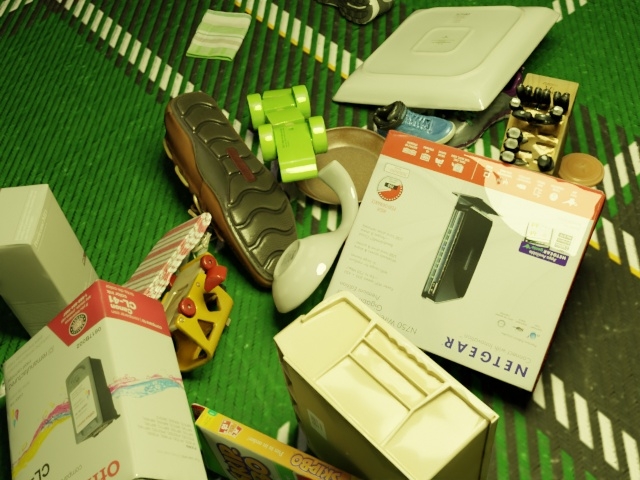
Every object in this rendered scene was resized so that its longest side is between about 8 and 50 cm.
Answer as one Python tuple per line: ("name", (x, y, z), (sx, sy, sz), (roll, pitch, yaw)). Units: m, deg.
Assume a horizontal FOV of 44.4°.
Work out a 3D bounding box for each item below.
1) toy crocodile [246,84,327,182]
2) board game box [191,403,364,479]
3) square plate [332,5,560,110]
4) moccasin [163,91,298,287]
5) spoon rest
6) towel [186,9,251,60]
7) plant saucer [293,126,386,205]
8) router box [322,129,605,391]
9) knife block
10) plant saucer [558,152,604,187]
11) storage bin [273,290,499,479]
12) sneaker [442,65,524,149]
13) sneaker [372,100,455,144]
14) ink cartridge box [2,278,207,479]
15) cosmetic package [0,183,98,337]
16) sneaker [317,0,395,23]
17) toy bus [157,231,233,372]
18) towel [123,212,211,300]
("toy crocodile", (-0.059, -0.192, 1.406), (0.115, 0.105, 0.340), (-12, 36, -6))
("board game box", (-0.061, 0.304, 1.035), (0.259, 0.124, 0.039), (22, 51, 22))
("square plate", (0.242, -0.376, 1.546), (0.347, 0.049, 0.344), (12, 49, 38))
("moccasin", (-0.165, -0.076, 1.350), (0.139, 0.147, 0.380), (-27, 71, -36))
("spoon rest", (0.000, 0.000, 1.240), (0.084, 0.137, 0.276), (34, 54, -18))
("towel", (-0.225, -0.457, 1.739), (0.113, 0.023, 0.152), (7, 52, 12))
("plant saucer", (0.044, -0.130, 1.438), (0.199, 0.036, 0.198), (-3, 51, 3))
("router box", (0.211, 0.026, 1.178), (0.335, 0.082, 0.301), (19, 85, 20))
("knife block", (0.338, -0.141, 1.260), (0.088, 0.275, 0.242), (17, 52, 18))
("plant saucer", (0.468, -0.128, 1.412), (0.083, 0.013, 0.083), (-3, 51, 3))
("storage bin", (0.075, 0.233, 0.994), (0.123, 0.262, 0.260), (-38, 57, -20))
("sneaker", (0.294, -0.254, 1.476), (0.224, 0.098, 0.083), (-35, 56, -22))
("sneaker", (0.166, -0.216, 1.437), (0.152, 0.084, 0.058), (7, 63, 35))
("ink cartridge box", (-0.297, 0.242, 1.046), (0.226, 0.131, 0.306), (-39, 48, 18))
("cosmetic package", (-0.435, 0.038, 1.214), (0.107, 0.238, 0.127), (-4, 51, 2))
("sneaker", (0.057, -0.579, 1.777), (0.108, 0.100, 0.271), (-25, 55, -32))
("toy bus", (-0.190, 0.107, 1.220), (0.202, 0.104, 0.191), (-47, 23, -7))
("towel", (-0.262, 0.043, 1.283), (0.144, 0.029, 0.197), (-18, 33, 50))
